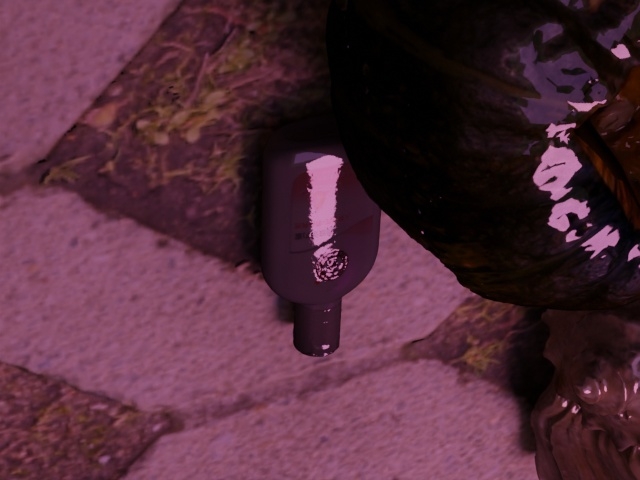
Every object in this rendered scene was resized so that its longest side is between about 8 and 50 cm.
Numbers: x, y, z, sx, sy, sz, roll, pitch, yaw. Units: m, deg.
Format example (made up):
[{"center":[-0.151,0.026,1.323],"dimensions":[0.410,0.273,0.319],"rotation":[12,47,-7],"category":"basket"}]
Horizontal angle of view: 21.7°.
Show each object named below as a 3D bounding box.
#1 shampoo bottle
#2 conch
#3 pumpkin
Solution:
[{"center":[0.000,0.000,1.041],"dimensions":[0.080,0.040,0.165],"rotation":[-14,128,-23],"category":"shampoo bottle"},{"center":[0.297,0.113,1.173],"dimensions":[0.352,0.210,0.297],"rotation":[8,134,-28],"category":"conch"},{"center":[0.162,-0.103,0.939],"dimensions":[0.320,0.192,0.320],"rotation":[-17,130,-21],"category":"pumpkin"}]
